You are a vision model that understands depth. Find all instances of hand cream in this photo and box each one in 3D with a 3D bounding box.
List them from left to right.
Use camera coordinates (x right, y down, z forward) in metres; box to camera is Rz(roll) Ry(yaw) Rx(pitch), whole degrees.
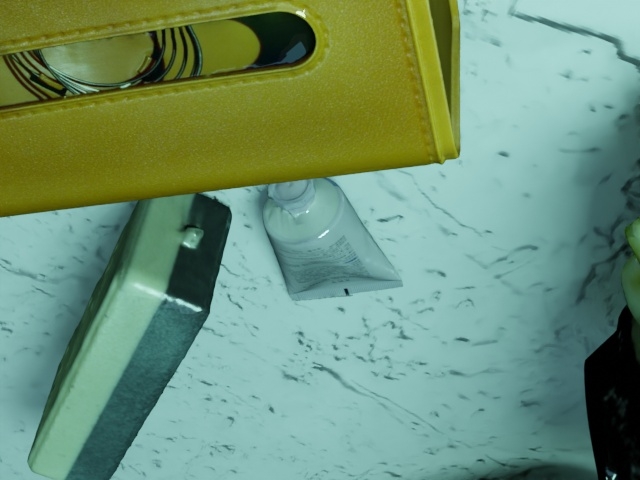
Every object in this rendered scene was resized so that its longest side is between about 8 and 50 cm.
[{"bbox_3d":[0.000,0.000,0.695,0.084,0.053,0.142,-7,149,15],"label":"hand cream"}]

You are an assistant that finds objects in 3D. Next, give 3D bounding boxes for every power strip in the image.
[{"bbox_3d":[-0.138,0.070,0.733,0.070,0.105,0.257,22,133,-15],"label":"power strip"}]

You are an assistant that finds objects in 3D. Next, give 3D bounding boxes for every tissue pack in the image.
[{"bbox_3d":[-0.080,-0.127,0.502,0.274,0.145,0.194,-7,132,13],"label":"tissue pack"}]

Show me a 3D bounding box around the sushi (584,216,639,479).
[{"bbox_3d":[0.311,0.083,0.549,0.328,0.328,0.285,5,125,3],"label":"sushi"}]
